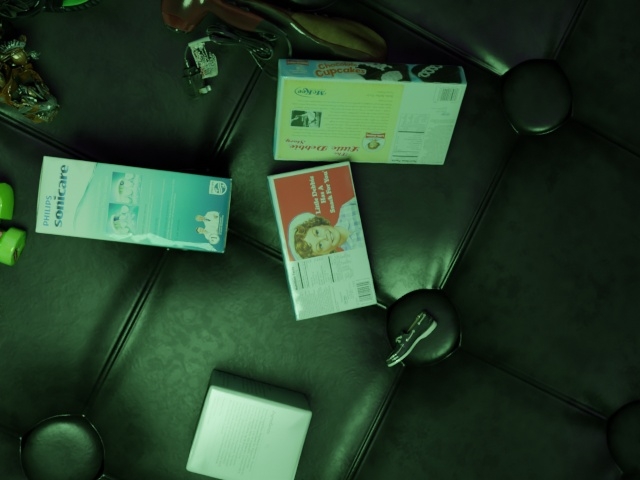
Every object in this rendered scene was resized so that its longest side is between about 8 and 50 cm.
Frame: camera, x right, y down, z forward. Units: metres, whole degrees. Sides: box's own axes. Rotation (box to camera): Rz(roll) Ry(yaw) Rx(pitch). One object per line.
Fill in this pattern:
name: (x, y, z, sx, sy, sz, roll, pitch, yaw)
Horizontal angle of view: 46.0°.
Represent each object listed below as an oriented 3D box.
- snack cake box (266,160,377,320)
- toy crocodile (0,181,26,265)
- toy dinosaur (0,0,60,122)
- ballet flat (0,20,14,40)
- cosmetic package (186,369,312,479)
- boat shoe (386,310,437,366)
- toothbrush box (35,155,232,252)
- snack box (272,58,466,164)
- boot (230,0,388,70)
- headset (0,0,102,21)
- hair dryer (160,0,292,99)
snack cake box: (0.000, 0.000, 1.375, 0.152, 0.089, 0.264, -11, 92, -5)
toy crocodile: (-0.603, 0.059, 1.292, 0.115, 0.105, 0.341, 22, 89, -7)
toy dinosaur: (-0.576, -0.316, 1.233, 0.321, 0.218, 0.164, 19, 72, -17)
ballet flat: (-0.609, -0.404, 1.312, 0.173, 0.049, 0.057, 33, 86, -6)
cosmetic package: (-0.126, 0.335, 1.333, 0.183, 0.151, 0.151, 17, 89, -6)
boat shoe: (0.164, 0.185, 1.420, 0.125, 0.046, 0.038, -42, 96, -8)
toothbrush box: (-0.301, -0.055, 1.273, 0.295, 0.216, 0.126, 5, 90, -6)
snack box: (0.080, -0.225, 1.340, 0.321, 0.187, 0.060, 1, 48, -8)
boot: (-0.021, -0.371, 1.379, 0.305, 0.112, 0.115, 24, 53, 1)
headset: (-0.537, -0.494, 1.239, 0.394, 0.243, 0.185, 4, 72, 2)
hair dryer: (-0.174, -0.407, 1.326, 0.223, 0.080, 0.294, -13, 105, 17)
